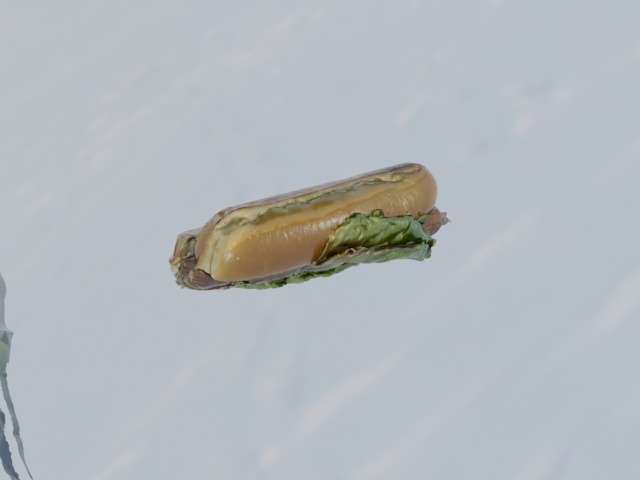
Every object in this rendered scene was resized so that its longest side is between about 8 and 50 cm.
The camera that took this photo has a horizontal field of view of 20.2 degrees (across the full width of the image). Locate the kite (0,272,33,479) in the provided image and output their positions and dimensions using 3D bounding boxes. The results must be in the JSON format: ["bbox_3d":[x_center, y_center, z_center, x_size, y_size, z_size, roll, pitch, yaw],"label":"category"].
[{"bbox_3d":[-0.163,0.039,0.837,0.015,0.245,0.141,-19,-20,6],"label":"kite"}]

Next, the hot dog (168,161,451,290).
[{"bbox_3d":[0.000,0.000,0.709,0.133,0.041,0.056,-16,-6,-34],"label":"hot dog"}]
